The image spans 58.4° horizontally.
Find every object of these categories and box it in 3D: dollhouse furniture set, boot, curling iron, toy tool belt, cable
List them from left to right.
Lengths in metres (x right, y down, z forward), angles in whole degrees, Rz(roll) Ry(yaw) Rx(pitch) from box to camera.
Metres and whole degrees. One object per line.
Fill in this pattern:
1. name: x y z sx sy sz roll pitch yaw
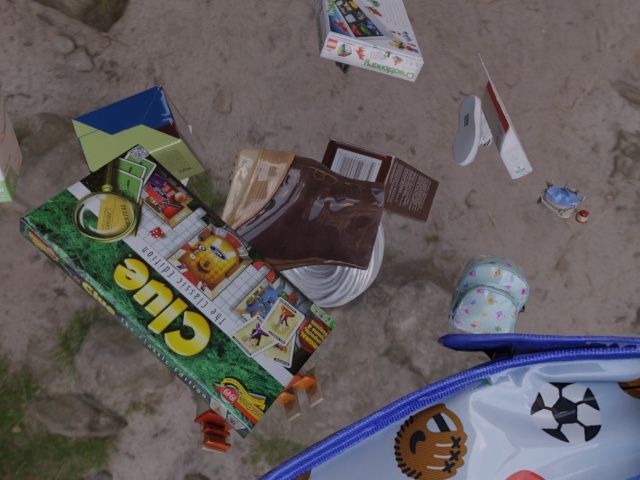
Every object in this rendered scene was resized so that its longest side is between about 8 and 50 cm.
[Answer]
1. dollhouse furniture set: -0.158 0.354 1.280 0.259 0.135 0.262 -38 133 22
2. boot: -0.035 0.013 0.739 0.206 0.090 0.248 16 87 -10
3. cable: 0.000 0.000 1.109 0.257 0.089 0.257 28 124 28
4. curling iron: 0.063 -0.519 1.625 0.035 0.274 0.068 14 110 -8
5. boot: 0.487 -0.321 1.769 0.123 0.095 0.258 28 62 -28
6. toy tool belt: 0.394 -0.064 0.918 0.083 0.052 0.051 28 139 24

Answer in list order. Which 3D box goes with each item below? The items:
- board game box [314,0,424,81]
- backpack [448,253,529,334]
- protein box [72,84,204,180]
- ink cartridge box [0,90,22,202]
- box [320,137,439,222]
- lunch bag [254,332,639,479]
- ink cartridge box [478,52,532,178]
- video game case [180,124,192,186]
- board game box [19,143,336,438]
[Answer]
1. board game box: 0.088 -0.442 1.157 0.193 0.305 0.053 11 134 -14
2. backpack: 0.396 0.133 1.339 0.165 0.144 0.188 18 107 13
3. protein box: -0.388 -0.206 1.254 0.199 0.201 0.136 -22 79 -2
4. ink cartridge box: -0.829 -0.285 1.366 0.119 0.207 0.353 -7 134 -13
5. box: 0.167 -0.152 1.550 0.191 0.381 0.143 21 94 27
6. lunch bag: 0.160 0.205 0.486 0.385 0.239 0.328 -34 156 15
7. ink cartridge box: 0.382 -0.268 1.250 0.056 0.181 0.224 -26 133 23
8. video game case: -0.414 -0.210 1.692 0.023 0.183 0.201 8 152 -22
9. board game box: -0.120 0.036 0.514 0.259 0.136 0.030 41 144 2
